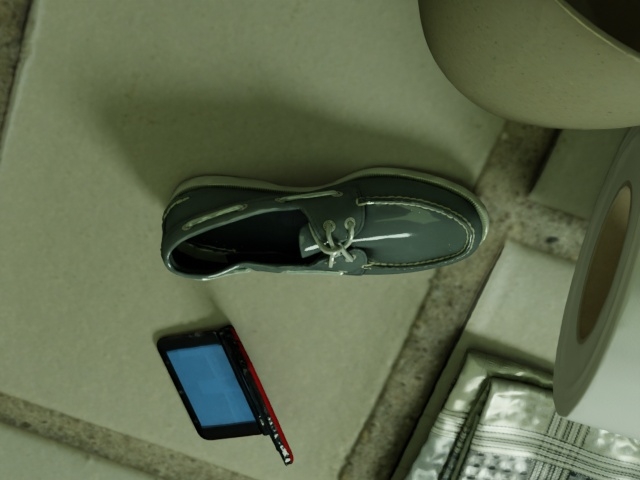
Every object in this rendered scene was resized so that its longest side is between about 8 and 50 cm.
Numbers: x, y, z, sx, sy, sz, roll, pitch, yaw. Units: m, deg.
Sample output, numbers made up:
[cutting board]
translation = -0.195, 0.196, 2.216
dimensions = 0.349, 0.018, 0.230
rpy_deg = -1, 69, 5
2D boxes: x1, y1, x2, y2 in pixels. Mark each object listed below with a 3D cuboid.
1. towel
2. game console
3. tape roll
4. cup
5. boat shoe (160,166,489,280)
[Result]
[towel]
translation = 0.247, 0.286, 1.663
dimensions = 0.324, 0.056, 0.312
rpy_deg = 19, 124, -1
[game console]
translation = -0.101, 0.170, 1.641
dimensions = 0.085, 0.124, 0.144
rpy_deg = -25, 118, -5
[tape roll]
translation = 0.291, 0.031, 1.351
dimensions = 0.100, 0.286, 0.286
rpy_deg = 17, 124, 1
[cup]
translation = 0.204, -0.218, 1.218
dimensions = 0.331, 0.331, 0.237
rpy_deg = 32, 148, -10
[boat shoe]
translation = 0.000, 0.000, 1.498
dimensions = 0.320, 0.099, 0.116
rpy_deg = 2, 123, 10
